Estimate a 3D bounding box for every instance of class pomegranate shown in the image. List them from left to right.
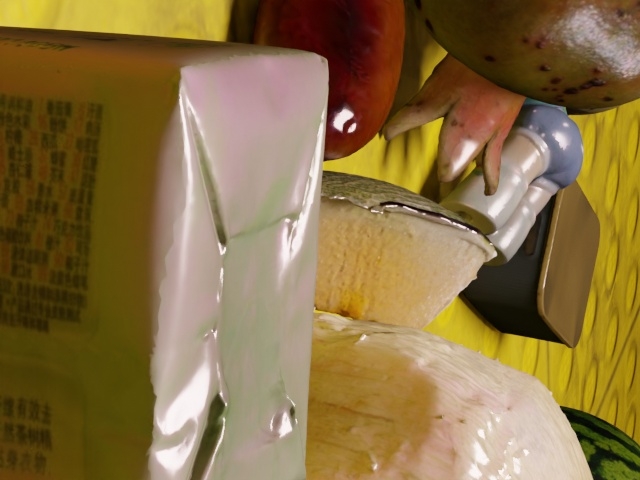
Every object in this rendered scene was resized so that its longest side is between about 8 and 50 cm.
[{"bbox_3d":[0.176,-0.214,1.149,0.323,0.291,0.291,-47,-172,45],"label":"pomegranate"}]

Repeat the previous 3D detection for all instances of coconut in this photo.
[{"bbox_3d":[0.039,0.197,0.906,0.297,0.254,0.297,7,90,-67],"label":"coconut"}]

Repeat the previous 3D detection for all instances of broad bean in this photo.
[{"bbox_3d":[0.003,-0.126,0.936,0.114,0.084,0.165,29,67,-56],"label":"broad bean"}]

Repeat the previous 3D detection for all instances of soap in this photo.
[{"bbox_3d":[-0.108,0.011,0.560,0.138,0.199,0.182,-21,116,-62],"label":"soap"}]

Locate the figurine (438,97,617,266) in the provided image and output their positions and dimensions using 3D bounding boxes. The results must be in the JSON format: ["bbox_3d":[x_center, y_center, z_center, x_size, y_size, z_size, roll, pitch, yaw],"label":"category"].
[{"bbox_3d":[0.236,-0.143,1.354,0.224,0.205,0.382,39,70,-58],"label":"figurine"}]

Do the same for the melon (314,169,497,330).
[{"bbox_3d":[0.000,-0.005,0.949,0.093,0.202,0.139,-70,-156,14],"label":"melon"}]

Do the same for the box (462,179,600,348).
[{"bbox_3d":[0.211,0.019,1.477,0.201,0.090,0.144,38,62,-65],"label":"box"}]

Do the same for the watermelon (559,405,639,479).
[{"bbox_3d":[0.181,0.281,1.243,0.285,0.285,0.285,8,90,-68],"label":"watermelon"}]
